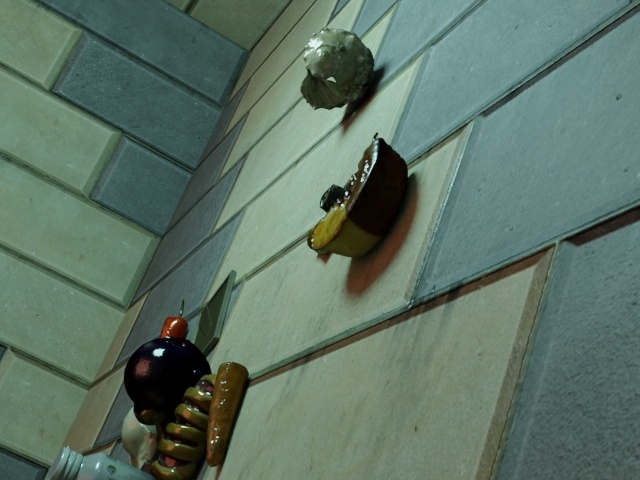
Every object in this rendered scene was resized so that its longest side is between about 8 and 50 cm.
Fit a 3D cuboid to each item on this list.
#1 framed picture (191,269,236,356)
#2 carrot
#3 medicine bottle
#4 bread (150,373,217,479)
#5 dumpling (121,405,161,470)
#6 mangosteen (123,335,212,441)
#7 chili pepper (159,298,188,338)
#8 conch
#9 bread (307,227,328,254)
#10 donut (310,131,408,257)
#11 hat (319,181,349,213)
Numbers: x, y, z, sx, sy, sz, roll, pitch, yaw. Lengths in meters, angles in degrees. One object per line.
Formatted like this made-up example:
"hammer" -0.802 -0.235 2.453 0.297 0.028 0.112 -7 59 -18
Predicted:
"framed picture" -0.271 0.206 2.460 0.184 0.016 0.250 -52 17 33
"carrot" -0.180 0.326 1.874 0.061 0.061 0.209 -46 24 44
"medicine bottle" -0.459 0.517 2.122 0.135 0.215 0.135 -54 16 23
"bread" -0.256 0.367 1.986 0.225 0.081 0.134 -66 14 -17
"dumpling" -0.390 0.436 2.254 0.155 0.111 0.181 -62 -8 11
"mangosteen" -0.320 0.316 2.127 0.194 0.194 0.230 -169 87 -75
"chili pepper" -0.398 0.279 2.663 0.063 0.071 0.272 5 67 31
"conch" 0.039 -0.368 2.236 0.178 0.163 0.245 -40 -9 16
"bread" 0.000 0.000 1.901 0.083 0.036 0.047 -149 72 -75
"donut" 0.069 -0.046 1.662 0.217 0.085 0.141 -54 17 28
"hat" 0.030 -0.076 1.910 0.121 0.050 0.121 -54 14 19
